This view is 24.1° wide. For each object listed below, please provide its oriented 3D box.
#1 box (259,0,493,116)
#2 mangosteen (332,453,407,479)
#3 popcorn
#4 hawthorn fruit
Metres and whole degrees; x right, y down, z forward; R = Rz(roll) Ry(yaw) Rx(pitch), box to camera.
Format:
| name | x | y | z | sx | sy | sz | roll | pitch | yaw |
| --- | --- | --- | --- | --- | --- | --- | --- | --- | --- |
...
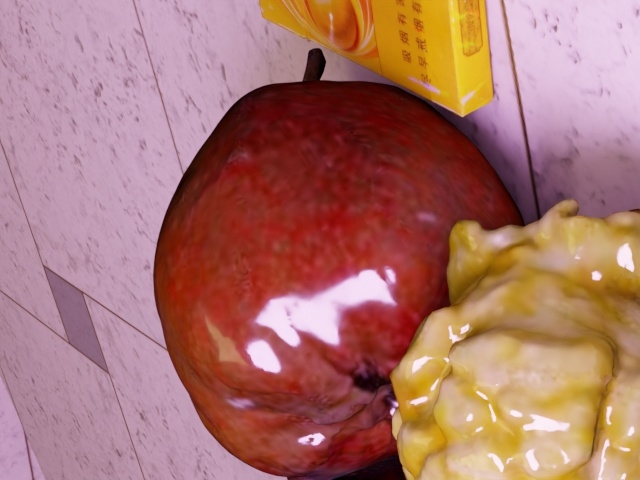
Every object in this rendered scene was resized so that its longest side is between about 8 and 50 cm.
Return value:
| name | x | y | z | sx | sy | sz | roll | pitch | yaw |
| --- | --- | --- | --- | --- | --- | --- | --- | --- | --- |
| box | 0.030 | -0.210 | 1.178 | 0.269 | 0.043 | 0.152 | 35 | 143 | 45 |
| mangosteen | 0.072 | 0.351 | 1.319 | 0.347 | 0.307 | 0.306 | -110 | 10 | -53 |
| popcorn | 0.170 | 0.100 | 0.969 | 0.224 | 0.270 | 0.257 | 15 | 137 | 41 |
| hawthorn fruit | 0.001 | 0.019 | 1.170 | 0.325 | 0.308 | 0.308 | 40 | 147 | 32 |
